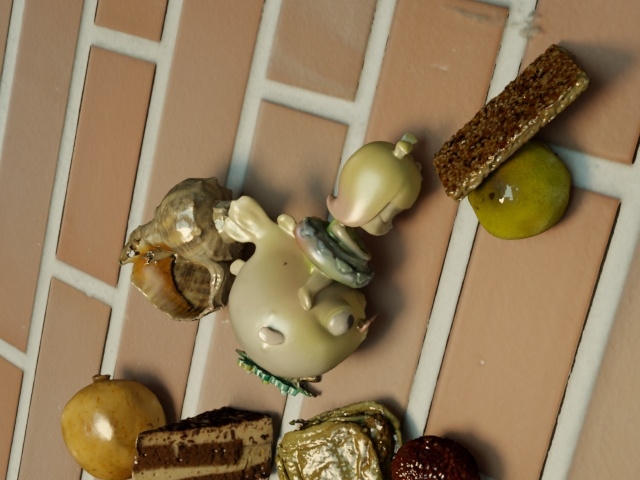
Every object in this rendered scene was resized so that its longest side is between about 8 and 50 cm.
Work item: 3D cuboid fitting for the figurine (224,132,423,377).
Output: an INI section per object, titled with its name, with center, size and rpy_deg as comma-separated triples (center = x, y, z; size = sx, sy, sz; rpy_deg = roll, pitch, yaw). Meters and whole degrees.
[figurine]
center = 0.000, 0.000, 1.443
size = 0.274, 0.226, 0.394
rpy_deg = 37, 106, 2

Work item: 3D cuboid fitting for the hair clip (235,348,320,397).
[hair clip]
center = -0.077, 0.215, 1.612
size = 0.173, 0.049, 0.049
rpy_deg = 18, 103, 35

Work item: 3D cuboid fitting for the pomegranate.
[pomegranate]
center = -0.366, 0.320, 1.769
size = 0.196, 0.196, 0.196
rpy_deg = 2, 93, 38

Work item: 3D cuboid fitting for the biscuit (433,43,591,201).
[biscuit]
center = 0.239, -0.154, 1.289
size = 0.231, 0.025, 0.131
rpy_deg = -44, 26, 17

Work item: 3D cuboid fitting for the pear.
[pear]
center = 0.251, -0.069, 1.309
size = 0.141, 0.104, 0.141
rpy_deg = -1, 89, 35

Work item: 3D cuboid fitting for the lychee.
[lychee]
center = 0.160, 0.333, 1.382
size = 0.123, 0.123, 0.129
rpy_deg = -17, 81, 37

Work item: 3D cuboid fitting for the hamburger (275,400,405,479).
[hamburger]
center = 0.038, 0.340, 1.491
size = 0.206, 0.130, 0.183
rpy_deg = -16, 77, 21

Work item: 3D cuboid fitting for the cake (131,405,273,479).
[cake]
center = -0.208, 0.335, 1.605
size = 0.135, 0.246, 0.112
rpy_deg = 6, 96, 57

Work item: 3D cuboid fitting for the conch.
[conch]
center = -0.198, 0.005, 1.635
size = 0.291, 0.159, 0.210
rpy_deg = -14, 106, 50
